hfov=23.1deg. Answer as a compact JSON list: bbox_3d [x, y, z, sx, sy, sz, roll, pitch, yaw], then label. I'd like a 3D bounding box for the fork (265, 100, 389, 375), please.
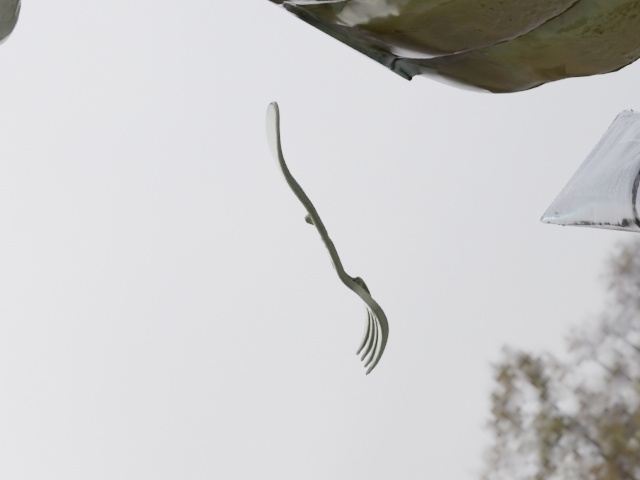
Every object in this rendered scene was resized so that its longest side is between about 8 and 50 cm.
[{"bbox_3d":[0.006,-0.002,0.969,0.028,0.034,0.219,-22,-51,1],"label":"fork"}]

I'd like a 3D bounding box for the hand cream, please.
[{"bbox_3d":[0.243,-0.054,1.209,0.120,0.061,0.270,-54,12,-2],"label":"hand cream"}]

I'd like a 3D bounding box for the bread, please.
[{"bbox_3d":[0.048,-0.209,0.899,0.341,0.300,0.210,19,-90,-57],"label":"bread"}]

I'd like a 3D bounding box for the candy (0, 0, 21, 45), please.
[{"bbox_3d":[-0.449,-0.234,1.347,0.358,0.145,0.208,3,-8,-24],"label":"candy"}]
